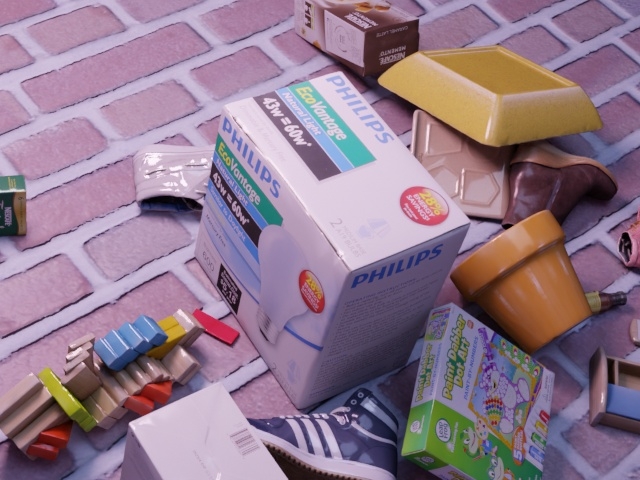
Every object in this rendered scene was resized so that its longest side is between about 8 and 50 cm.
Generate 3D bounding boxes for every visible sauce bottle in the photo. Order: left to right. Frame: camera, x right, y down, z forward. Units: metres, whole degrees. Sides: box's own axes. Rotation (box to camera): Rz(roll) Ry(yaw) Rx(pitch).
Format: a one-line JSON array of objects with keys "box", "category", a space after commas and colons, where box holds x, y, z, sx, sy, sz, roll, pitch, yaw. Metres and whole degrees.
[{"box": [0.486, 0.112, 1.979, 0.128, 0.042, 0.042, -6, 52, -22], "category": "sauce bottle"}]

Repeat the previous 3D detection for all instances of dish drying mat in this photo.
[{"box": [-0.174, 0.141, 1.800, 0.083, 0.008, 0.032, 27, 48, 10], "category": "dish drying mat"}]

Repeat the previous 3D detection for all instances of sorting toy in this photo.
[{"box": [0.266, -0.141, 2.098, 0.208, 0.038, 0.193, 8, 77, -9], "category": "sorting toy"}]

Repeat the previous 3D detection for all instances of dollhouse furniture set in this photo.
[{"box": [0.588, 0.151, 1.796, 0.198, 0.303, 0.286, 15, 48, -3], "category": "dollhouse furniture set"}]

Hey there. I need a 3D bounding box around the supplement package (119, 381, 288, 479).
[{"box": [-0.160, 0.343, 1.501, 0.149, 0.203, 0.194, -21, 59, -30], "category": "supplement package"}]

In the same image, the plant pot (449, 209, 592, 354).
[{"box": [0.356, 0.082, 1.880, 0.205, 0.205, 0.188, -26, 76, -31], "category": "plant pot"}]

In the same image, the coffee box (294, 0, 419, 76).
[{"box": [0.071, -0.434, 2.249, 0.141, 0.098, 0.246, -20, 40, -27], "category": "coffee box"}]

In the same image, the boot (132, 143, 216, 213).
[{"box": [-0.201, -0.102, 1.956, 0.258, 0.095, 0.123, -3, 57, -6], "category": "boot"}]

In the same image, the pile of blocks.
[{"box": [-0.297, 0.208, 1.616, 0.362, 0.149, 0.112, -30, 63, -34], "category": "pile of blocks"}]

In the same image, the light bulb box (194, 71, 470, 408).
[{"box": [0.000, 0.000, 1.730, 0.225, 0.361, 0.358, -21, 58, -29], "category": "light bulb box"}]

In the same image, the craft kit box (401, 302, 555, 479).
[{"box": [0.245, 0.259, 1.679, 0.247, 0.061, 0.250, 32, 54, -25], "category": "craft kit box"}]

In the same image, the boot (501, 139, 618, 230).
[{"box": [0.452, -0.068, 2.105, 0.248, 0.090, 0.207, 24, 67, -23], "category": "boot"}]

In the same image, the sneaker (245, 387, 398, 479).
[{"box": [-0.013, 0.283, 1.658, 0.282, 0.099, 0.153, 20, 53, -7], "category": "sneaker"}]

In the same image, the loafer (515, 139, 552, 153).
[{"box": [0.344, -0.175, 2.170, 0.223, 0.076, 0.078, 5, 86, -9], "category": "loafer"}]

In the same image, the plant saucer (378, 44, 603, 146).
[{"box": [0.338, -0.299, 2.162, 0.333, 0.081, 0.333, -12, 35, -36], "category": "plant saucer"}]

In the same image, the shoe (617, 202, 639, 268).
[{"box": [0.609, -0.018, 2.105, 0.081, 0.063, 0.178, 12, 53, -11], "category": "shoe"}]

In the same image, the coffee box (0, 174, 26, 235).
[{"box": [-0.568, -0.051, 1.789, 0.184, 0.113, 0.040, -4, 51, -20], "category": "coffee box"}]
